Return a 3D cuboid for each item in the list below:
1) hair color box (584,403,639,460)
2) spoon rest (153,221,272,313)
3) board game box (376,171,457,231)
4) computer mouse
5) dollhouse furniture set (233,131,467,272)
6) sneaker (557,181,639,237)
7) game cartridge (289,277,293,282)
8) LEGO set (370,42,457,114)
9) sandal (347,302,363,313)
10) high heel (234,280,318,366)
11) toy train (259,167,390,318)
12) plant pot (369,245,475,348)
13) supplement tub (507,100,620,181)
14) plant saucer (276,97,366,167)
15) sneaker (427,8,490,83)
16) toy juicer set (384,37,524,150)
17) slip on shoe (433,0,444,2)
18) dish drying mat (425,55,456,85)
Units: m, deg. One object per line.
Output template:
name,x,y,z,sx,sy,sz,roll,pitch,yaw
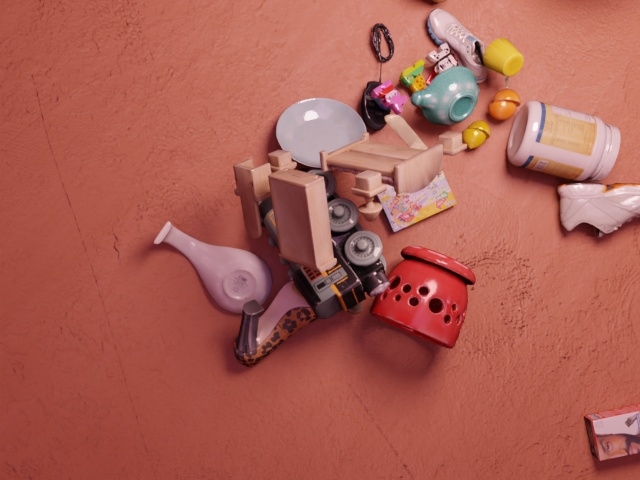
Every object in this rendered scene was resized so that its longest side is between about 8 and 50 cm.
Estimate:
hair color box,0.680,0.420,1.598,0.167,0.053,0.093,-12,91,-1
spoon rest,-0.229,0.052,1.564,0.276,0.084,0.137,36,90,-15
board game box,0.209,-0.096,1.596,0.154,0.026,0.103,-25,90,-2
computer mouse,0.123,-0.358,1.592,0.071,0.041,0.242,9,82,-23
dollhouse furniture set,0.062,-0.099,1.422,0.355,0.303,0.174,-28,122,-37
sneaker,0.651,-0.066,1.588,0.262,0.099,0.121,2,97,5
game cartridge,-0.040,0.052,1.592,0.056,0.017,0.083,2,90,1
LEGO set,0.205,-0.320,1.553,0.227,0.087,0.093,-37,88,-24
sandal,0.054,0.070,1.555,0.072,0.049,0.180,-2,73,-38
high heel,-0.065,0.182,1.579,0.261,0.186,0.093,-12,45,-28
toy train,0.000,0.000,1.493,0.190,0.142,0.334,-32,65,-6
plant pot,0.220,0.113,1.515,0.191,0.191,0.174,23,85,-2
supplement tub,0.518,-0.209,1.549,0.199,0.144,0.144,14,89,-2
plant saucer,0.002,-0.224,1.558,0.195,0.037,0.195,2,59,-3
sneaker,0.311,-0.434,1.570,0.071,0.083,0.191,-42,92,-14
toy juicer set,0.282,-0.274,1.539,0.329,0.209,0.089,-30,48,-7
slip on shoe,0.300,-0.663,1.573,0.123,0.101,0.331,18,75,36
dish drying mat,0.267,-0.378,1.609,0.032,0.008,0.083,33,89,-2
